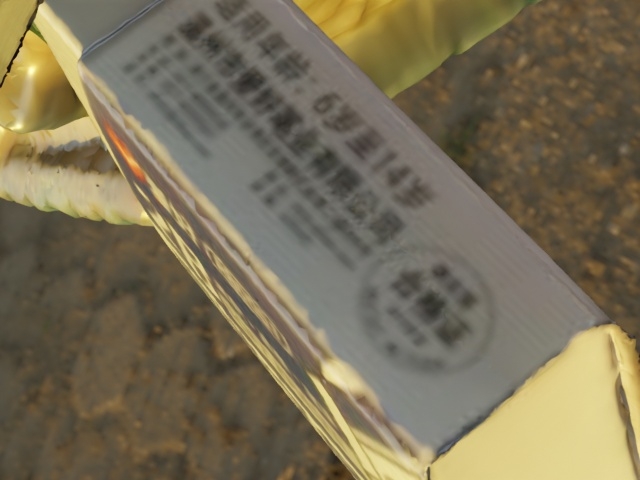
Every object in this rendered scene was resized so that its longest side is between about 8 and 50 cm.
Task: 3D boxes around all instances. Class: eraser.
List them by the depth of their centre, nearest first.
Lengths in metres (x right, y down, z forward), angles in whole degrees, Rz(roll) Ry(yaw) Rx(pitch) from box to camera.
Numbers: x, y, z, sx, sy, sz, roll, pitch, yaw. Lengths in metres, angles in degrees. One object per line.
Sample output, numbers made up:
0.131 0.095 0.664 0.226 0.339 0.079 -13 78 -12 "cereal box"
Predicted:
0.000 0.000 0.499 0.068 0.124 0.210 -38 57 -7 "eraser"

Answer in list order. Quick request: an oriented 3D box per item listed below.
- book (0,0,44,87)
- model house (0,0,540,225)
-0.090 -0.138 0.355 0.157 0.026 0.231 18 77 22 "book"
-0.100 -0.233 0.832 0.395 0.445 0.400 -38 -15 -23 "model house"
